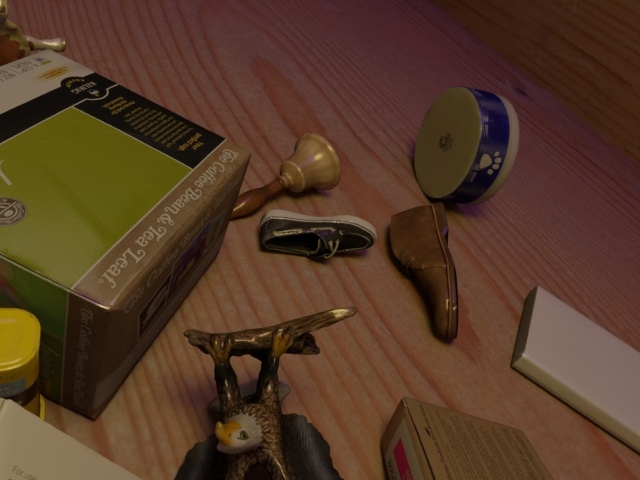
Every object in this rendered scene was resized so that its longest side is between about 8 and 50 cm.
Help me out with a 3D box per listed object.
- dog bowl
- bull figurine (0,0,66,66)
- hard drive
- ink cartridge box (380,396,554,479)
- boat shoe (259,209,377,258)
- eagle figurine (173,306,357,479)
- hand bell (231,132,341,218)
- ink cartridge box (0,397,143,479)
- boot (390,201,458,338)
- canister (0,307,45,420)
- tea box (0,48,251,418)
[{"bbox_3d":[0.333,-0.220,1.159,0.104,0.265,0.265,7,43,-21],"label":"dog bowl"},{"bbox_3d":[-0.476,-0.237,0.696,0.188,0.310,0.101,-1,62,-56],"label":"bull figurine"},{"bbox_3d":[0.538,0.256,0.927,0.353,0.047,0.233,35,40,8],"label":"hard drive"},{"bbox_3d":[0.189,0.310,0.575,0.193,0.088,0.235,18,19,-10],"label":"ink cartridge box"},{"bbox_3d":[0.000,0.000,0.880,0.219,0.078,0.070,5,43,-14],"label":"boat shoe"},{"bbox_3d":[-0.064,0.229,0.492,0.225,0.226,0.299,20,51,-47],"label":"eagle figurine"},{"bbox_3d":[-0.085,-0.105,0.939,0.126,0.126,0.242,42,52,17],"label":"hand bell"},{"bbox_3d":[-0.237,0.273,0.281,0.198,0.197,0.270,-18,41,14],"label":"ink cartridge box"},{"bbox_3d":[0.198,0.055,0.937,0.115,0.112,0.306,-6,46,6],"label":"boot"},{"bbox_3d":[-0.327,0.139,0.456,0.126,0.170,0.073,2,45,-28],"label":"canister"},{"bbox_3d":[-0.311,-0.030,0.612,0.323,0.220,0.329,27,39,0],"label":"tea box"}]
